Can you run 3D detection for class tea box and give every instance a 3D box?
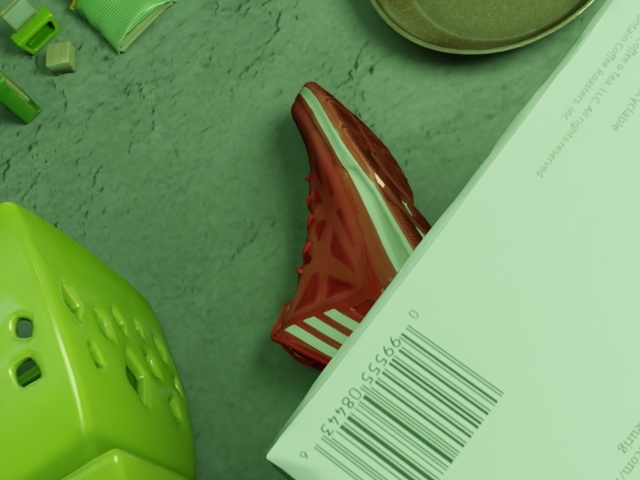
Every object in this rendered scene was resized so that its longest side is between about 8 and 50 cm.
[{"bbox_3d":[0.179,0.068,0.952,0.220,0.323,0.329,36,83,19],"label":"tea box"}]

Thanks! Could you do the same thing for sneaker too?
[{"bbox_3d":[0.000,0.000,1.217,0.128,0.087,0.221,-40,45,13],"label":"sneaker"}]

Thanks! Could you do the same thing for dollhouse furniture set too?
[{"bbox_3d":[-0.190,-0.162,1.385,0.151,0.058,0.076,-44,58,-1],"label":"dollhouse furniture set"}]

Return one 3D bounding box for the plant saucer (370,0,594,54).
[{"bbox_3d":[0.124,-0.209,1.287,0.198,0.036,0.199,-9,65,19],"label":"plant saucer"}]

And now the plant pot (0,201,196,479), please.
[{"bbox_3d":[-0.195,0.144,1.158,0.227,0.228,0.207,-34,66,6],"label":"plant pot"}]
